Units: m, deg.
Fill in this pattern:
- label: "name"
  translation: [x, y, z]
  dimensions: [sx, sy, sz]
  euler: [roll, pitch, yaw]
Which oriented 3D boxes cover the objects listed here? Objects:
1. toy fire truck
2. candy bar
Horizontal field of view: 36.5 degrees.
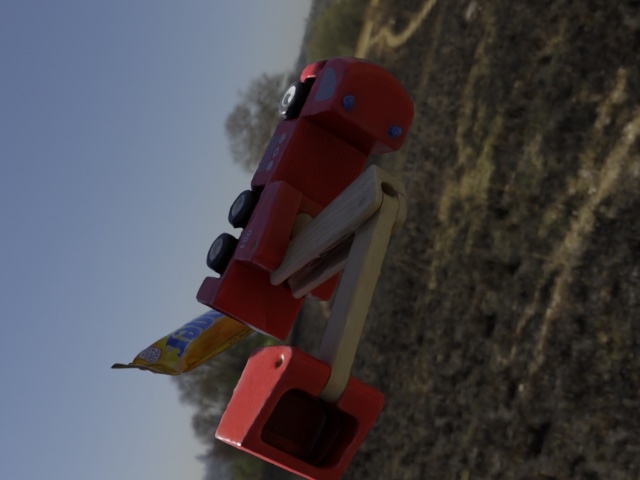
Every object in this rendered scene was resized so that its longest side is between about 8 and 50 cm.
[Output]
- label: "toy fire truck"
  translation: [0.000, 0.000, 0.433]
  dimensions: [0.135, 0.047, 0.192]
  euler: [3, 66, 63]
- label: "candy bar"
  translation: [-0.045, 0.040, 0.526]
  dimensions: [0.161, 0.040, 0.018]
  euler: [-32, -66, -52]
